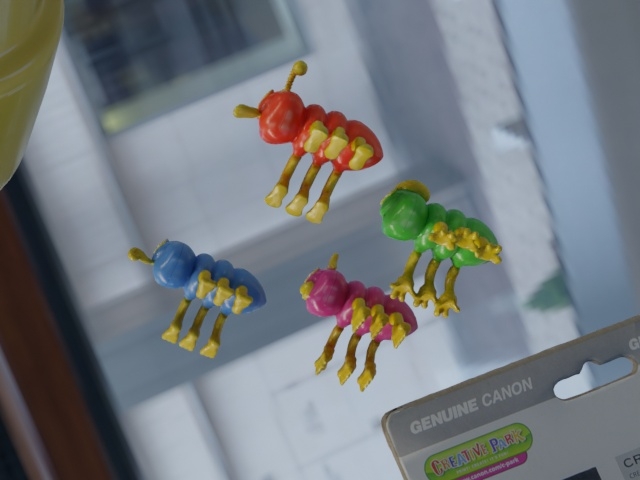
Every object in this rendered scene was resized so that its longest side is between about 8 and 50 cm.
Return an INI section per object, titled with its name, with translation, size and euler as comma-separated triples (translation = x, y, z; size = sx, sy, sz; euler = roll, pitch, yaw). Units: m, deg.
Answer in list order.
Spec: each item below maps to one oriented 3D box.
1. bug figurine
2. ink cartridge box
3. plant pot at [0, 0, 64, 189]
[bug figurine]
translation = 0.000, 0.000, 1.384
size = 0.279, 0.216, 0.072
euler = -49, 20, 47
[ink cartridge box]
translation = 0.210, 0.202, 1.345
size = 0.130, 0.309, 0.271
euler = 126, 124, -70
[plant pot]
translation = -0.221, -0.167, 0.872
size = 0.254, 0.254, 0.239
euler = 57, 135, 39
